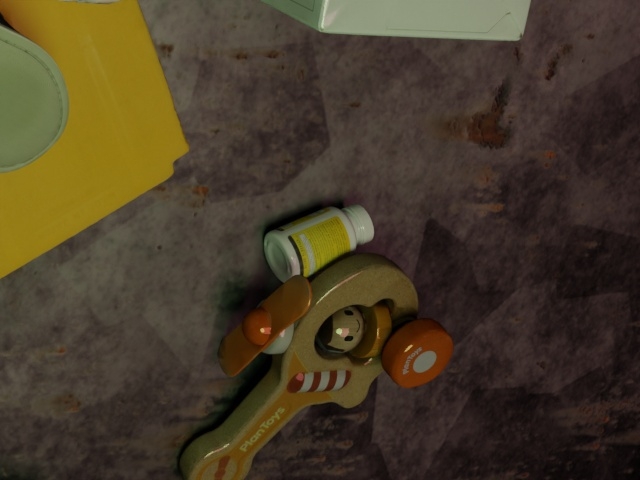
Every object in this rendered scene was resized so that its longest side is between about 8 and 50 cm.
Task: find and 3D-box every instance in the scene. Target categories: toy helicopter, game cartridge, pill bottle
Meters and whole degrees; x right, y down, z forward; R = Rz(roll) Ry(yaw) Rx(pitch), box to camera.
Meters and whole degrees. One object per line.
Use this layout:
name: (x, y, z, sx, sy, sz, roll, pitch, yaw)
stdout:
toy helicopter: (-0.038, 0.154, 1.711, 0.355, 0.140, 0.235, -47, 139, 8)
game cartridge: (-0.289, -0.141, 1.431, 0.285, 0.053, 0.323, -32, 130, -20)
pill bottle: (0.000, 0.000, 1.700, 0.116, 0.065, 0.065, -24, 124, -25)

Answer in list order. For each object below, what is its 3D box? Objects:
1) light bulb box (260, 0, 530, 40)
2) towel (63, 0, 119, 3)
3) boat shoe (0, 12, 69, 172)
light bulb box: (0.026, -0.394, 1.328, 0.225, 0.361, 0.358, -2, 113, -34)
towel: (-0.298, -0.371, 1.264, 0.332, 0.053, 0.317, 3, 103, -32)
boat shoe: (-0.326, -0.163, 1.275, 0.127, 0.113, 0.340, -44, 156, 4)
